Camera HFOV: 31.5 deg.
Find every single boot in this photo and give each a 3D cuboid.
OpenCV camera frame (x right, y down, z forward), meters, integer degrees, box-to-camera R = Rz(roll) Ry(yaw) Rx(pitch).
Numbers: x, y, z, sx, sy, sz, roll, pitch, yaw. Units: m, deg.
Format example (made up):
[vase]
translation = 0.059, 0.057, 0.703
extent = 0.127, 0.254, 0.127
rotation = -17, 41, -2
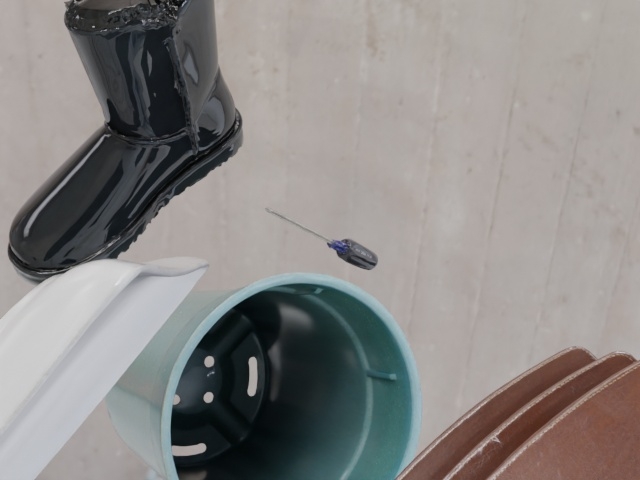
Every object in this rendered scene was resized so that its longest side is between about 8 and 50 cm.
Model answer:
[boot]
translation = -0.172, -0.103, 0.901
extent = 0.094, 0.246, 0.207
rotation = 37, 155, 32

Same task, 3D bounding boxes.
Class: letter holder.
[letter holder]
translation = 0.231, 0.225, 1.130
extent = 0.214, 0.302, 0.152
rotation = 48, 160, 22

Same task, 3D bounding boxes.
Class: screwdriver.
[screwdriver]
translation = 0.000, 0.000, 1.071
extent = 0.024, 0.170, 0.025
rotation = 33, 99, 41

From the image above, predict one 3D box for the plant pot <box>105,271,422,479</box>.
[plant pot]
translation = -0.105, 0.200, 1.449
extent = 0.341, 0.341, 0.334
rotation = 51, 159, -22

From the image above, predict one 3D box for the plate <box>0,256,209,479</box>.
[plate]
translation = -0.179, 0.107, 0.634
extent = 0.045, 0.278, 0.277
rotation = 40, 91, 2
